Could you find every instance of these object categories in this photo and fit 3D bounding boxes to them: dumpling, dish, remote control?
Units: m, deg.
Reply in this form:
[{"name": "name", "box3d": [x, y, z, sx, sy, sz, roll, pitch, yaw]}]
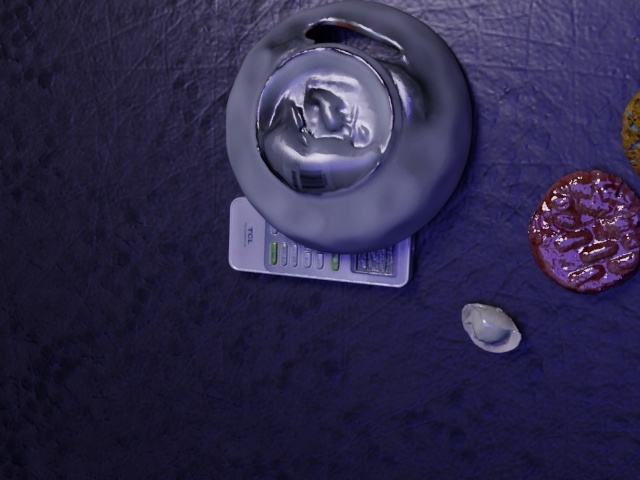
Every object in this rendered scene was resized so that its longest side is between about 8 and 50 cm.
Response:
[{"name": "dumpling", "box3d": [0.212, 0.113, 1.444, 0.077, 0.043, 0.059, 17, 121, 0]}, {"name": "dish", "box3d": [0.017, -0.143, 1.405, 0.324, 0.124, 0.324, 0, 91, 17]}, {"name": "remote control", "box3d": [0.000, 0.000, 1.500, 0.250, 0.034, 0.103, 6, 100, 17]}]

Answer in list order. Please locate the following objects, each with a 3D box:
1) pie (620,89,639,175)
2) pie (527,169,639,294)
[{"name": "pie", "box3d": [0.452, -0.103, 1.244, 0.273, 0.069, 0.273, 19, 140, 16]}, {"name": "pie", "box3d": [0.324, -0.009, 1.389, 0.155, 0.036, 0.154, 2, 98, 18]}]
